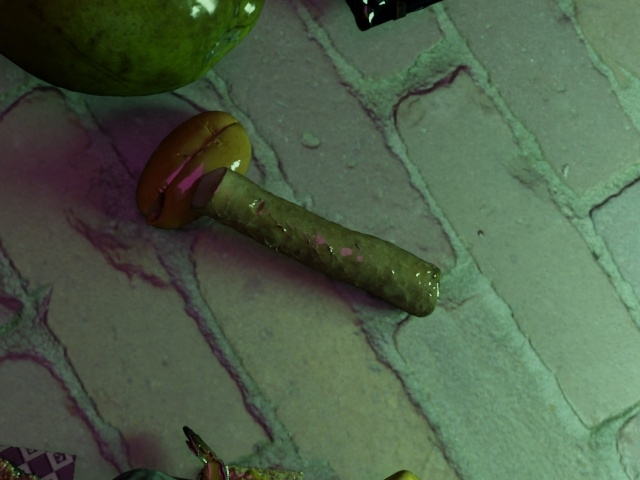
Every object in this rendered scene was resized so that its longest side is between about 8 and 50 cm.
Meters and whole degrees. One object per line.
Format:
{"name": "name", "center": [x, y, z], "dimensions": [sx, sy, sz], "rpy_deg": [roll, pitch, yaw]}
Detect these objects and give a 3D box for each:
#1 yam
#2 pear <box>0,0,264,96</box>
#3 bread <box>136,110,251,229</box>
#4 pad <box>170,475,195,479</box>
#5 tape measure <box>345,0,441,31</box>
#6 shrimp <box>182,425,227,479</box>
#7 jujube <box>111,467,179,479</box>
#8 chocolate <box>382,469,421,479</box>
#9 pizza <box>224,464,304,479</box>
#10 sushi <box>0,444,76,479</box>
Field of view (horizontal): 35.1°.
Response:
{"name": "yam", "center": [0.000, 0.000, 1.323], "dimensions": [0.356, 0.081, 0.081], "rpy_deg": [26, 74, -19]}
{"name": "pear", "center": [-0.279, -0.343, 1.239], "dimensions": [0.413, 0.352, 0.352], "rpy_deg": [30, 74, -3]}
{"name": "bread", "center": [-0.167, -0.096, 1.341], "dimensions": [0.114, 0.077, 0.189], "rpy_deg": [42, 71, -5]}
{"name": "pad", "center": [-0.142, 0.360, 1.262], "dimensions": [0.157, 0.003, 0.112], "rpy_deg": [9, 76, 5]}
{"name": "tape measure", "center": [0.101, -0.425, 1.433], "dimensions": [0.202, 0.135, 0.223], "rpy_deg": [-23, 78, -6]}
{"name": "shrimp", "center": [-0.209, 0.298, 1.257], "dimensions": [0.195, 0.035, 0.148], "rpy_deg": [16, 80, -2]}
{"name": "jujube", "center": [-0.234, 0.406, 1.125], "dimensions": [0.317, 0.226, 0.226], "rpy_deg": [-44, 89, -5]}
{"name": "chocolate", "center": [0.202, 0.486, 1.243], "dimensions": [0.162, 0.162, 0.445], "rpy_deg": [-36, 85, -16]}
{"name": "pizza", "center": [-0.069, 0.320, 1.293], "dimensions": [0.108, 0.026, 0.123], "rpy_deg": [-30, 84, -18]}
{"name": "sushi", "center": [-0.363, 0.314, 1.217], "dimensions": [0.120, 0.026, 0.126], "rpy_deg": [7, 77, 0]}
